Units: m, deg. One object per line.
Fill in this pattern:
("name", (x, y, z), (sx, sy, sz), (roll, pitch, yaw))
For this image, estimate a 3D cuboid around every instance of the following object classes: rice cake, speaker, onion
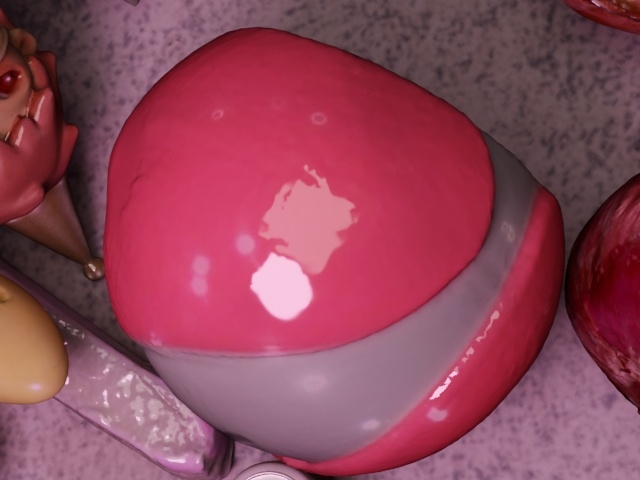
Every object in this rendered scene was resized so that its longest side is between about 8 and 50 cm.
("rice cake", (-0.227, 0.047, 1.332), (0.399, 0.070, 0.064), (33, 86, 13))
("speaker", (0.000, 0.000, 1.174), (0.294, 0.294, 0.294), (-1, 82, 11))
("onion", (0.274, 0.047, 1.155), (0.246, 0.246, 0.190), (36, 80, 13))

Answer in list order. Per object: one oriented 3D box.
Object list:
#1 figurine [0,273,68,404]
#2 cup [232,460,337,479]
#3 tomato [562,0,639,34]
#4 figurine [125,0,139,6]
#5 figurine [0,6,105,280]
("figurine", (-0.308, 0.109, 1.283), (0.324, 0.124, 0.222), (-7, 108, 27))
("cup", (-0.037, 0.188, 1.261), (0.102, 0.099, 0.074), (-25, 78, 6))
("tomato", (0.240, -0.228, 1.268), (0.228, 0.101, 0.228), (1, 80, -4))
("figurine", (-0.146, -0.340, 1.319), (0.342, 0.167, 0.285), (30, 92, -30))
("figurine", (-0.255, -0.106, 1.242), (0.207, 0.166, 0.387), (-31, 119, -12))
